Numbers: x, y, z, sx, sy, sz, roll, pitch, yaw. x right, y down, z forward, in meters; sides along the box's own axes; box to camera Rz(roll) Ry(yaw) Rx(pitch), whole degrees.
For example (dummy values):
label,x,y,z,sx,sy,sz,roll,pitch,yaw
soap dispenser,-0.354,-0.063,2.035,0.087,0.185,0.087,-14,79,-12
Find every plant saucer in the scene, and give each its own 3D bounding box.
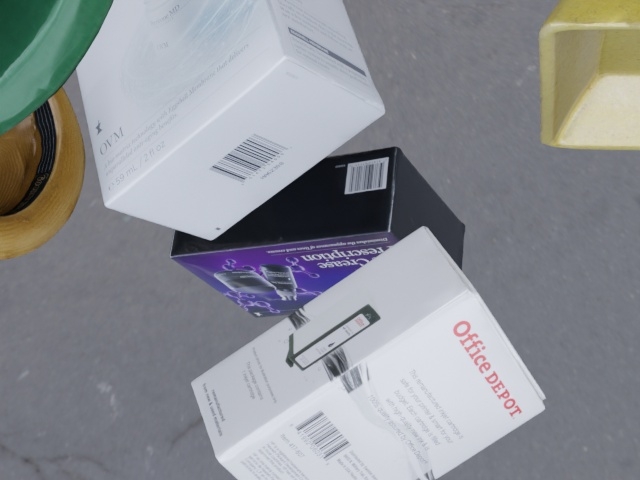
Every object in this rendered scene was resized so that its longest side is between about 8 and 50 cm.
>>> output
label,x,y,z,sx,sy,sz,roll,pitch,yaw
plant saucer,0.328,-0.136,0.777,0.333,0.333,0.081,2,82,12

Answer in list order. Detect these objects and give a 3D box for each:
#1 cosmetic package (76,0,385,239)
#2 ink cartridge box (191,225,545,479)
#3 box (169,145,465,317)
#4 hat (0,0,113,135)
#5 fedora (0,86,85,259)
label,x,y,z,sx,sy,sz,roll,pitch,yaw
cosmetic package,-0.094,-0.161,0.964,0.224,0.224,0.138,-35,146,28
ink cartridge box,0.036,0.109,0.766,0.203,0.086,0.148,-34,129,3
box,0.000,0.000,1.162,0.261,0.184,0.103,-7,64,29
hat,-0.165,-0.130,0.331,0.173,0.183,0.208,-45,142,6
fedora,-0.273,-0.074,0.832,0.079,0.194,0.194,-15,107,36
